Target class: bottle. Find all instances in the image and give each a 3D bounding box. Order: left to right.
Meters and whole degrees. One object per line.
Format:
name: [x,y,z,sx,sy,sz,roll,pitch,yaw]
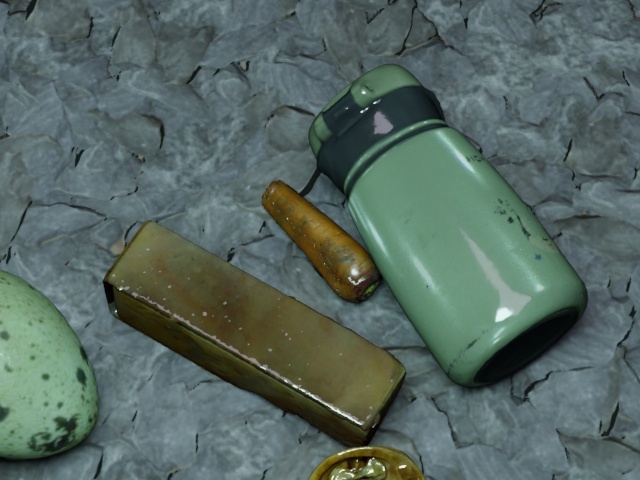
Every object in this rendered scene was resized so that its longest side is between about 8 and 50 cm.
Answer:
bottle: [0.116,-0.028,1.666,0.168,0.168,0.347,-27,68,-14]

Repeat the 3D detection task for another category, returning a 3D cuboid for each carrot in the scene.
carrot: [0.000,0.000,1.716,0.055,0.055,0.161,-36,64,-17]

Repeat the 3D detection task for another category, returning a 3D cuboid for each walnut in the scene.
walnut: [0.041,0.238,1.594,0.121,0.052,0.091,-7,102,-3]

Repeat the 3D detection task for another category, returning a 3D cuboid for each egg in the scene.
egg: [-0.317,0.123,1.579,0.228,0.177,0.177,30,67,-1]

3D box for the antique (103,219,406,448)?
antique: [-0.065,0.099,1.639,0.310,0.093,0.087,28,67,12]
